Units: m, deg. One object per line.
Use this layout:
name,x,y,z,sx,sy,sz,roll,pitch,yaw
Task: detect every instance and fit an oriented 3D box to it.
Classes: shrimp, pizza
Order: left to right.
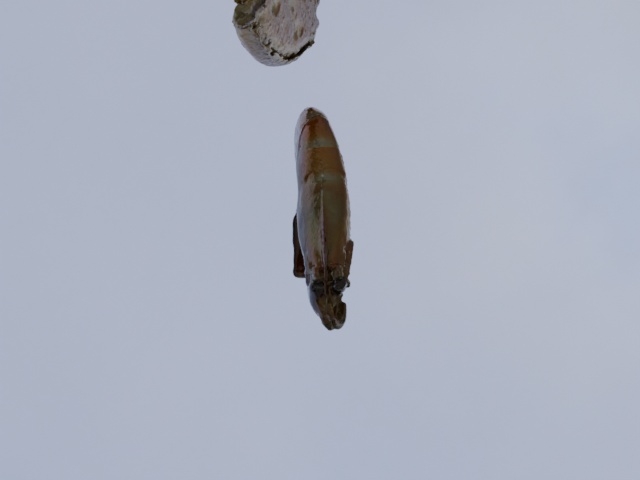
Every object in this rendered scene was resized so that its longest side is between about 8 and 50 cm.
pizza,-0.022,-0.118,0.808,0.099,0.029,0.100,73,-149,-61
shrimp,0.000,0.000,0.773,0.025,0.091,0.127,-1,-133,-5
